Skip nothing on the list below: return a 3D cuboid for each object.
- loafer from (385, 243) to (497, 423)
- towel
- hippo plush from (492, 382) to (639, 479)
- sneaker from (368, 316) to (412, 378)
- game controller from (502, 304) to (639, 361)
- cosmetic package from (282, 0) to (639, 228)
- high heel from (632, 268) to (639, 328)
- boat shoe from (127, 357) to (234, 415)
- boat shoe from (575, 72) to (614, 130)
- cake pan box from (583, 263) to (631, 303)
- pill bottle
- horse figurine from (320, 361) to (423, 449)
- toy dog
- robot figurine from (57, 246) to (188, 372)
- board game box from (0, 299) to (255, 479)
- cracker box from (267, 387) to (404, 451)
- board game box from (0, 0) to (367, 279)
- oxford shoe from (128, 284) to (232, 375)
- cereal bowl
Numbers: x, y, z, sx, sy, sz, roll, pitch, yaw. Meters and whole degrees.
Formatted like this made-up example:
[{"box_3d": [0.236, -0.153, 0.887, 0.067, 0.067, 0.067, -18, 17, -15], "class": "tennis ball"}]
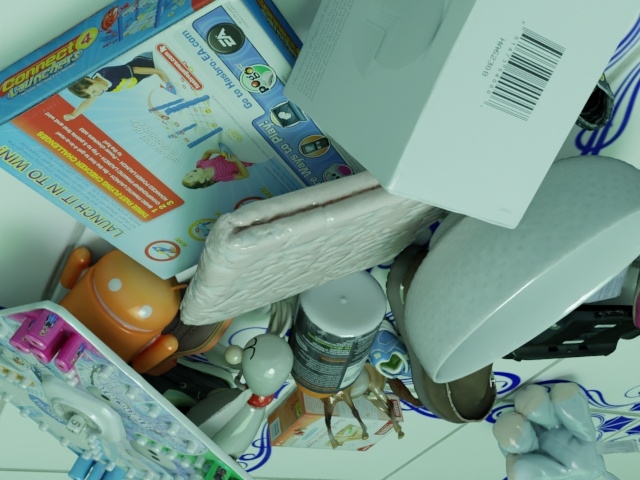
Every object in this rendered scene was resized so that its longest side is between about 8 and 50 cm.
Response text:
[{"box_3d": [0.210, 0.168, 1.116, 0.130, 0.134, 0.366, 11, 143, 40], "class": "loafer"}, {"box_3d": [0.000, 0.000, 0.853, 0.316, 0.053, 0.332, -19, 166, -22], "class": "towel"}, {"box_3d": [0.513, 0.423, 1.620, 0.294, 0.235, 0.236, 4, 175, 4], "class": "hippo plush"}, {"box_3d": [0.127, 0.209, 1.285, 0.080, 0.081, 0.211, -28, 142, 19], "class": "sneaker"}, {"box_3d": [0.444, 0.156, 1.272, 0.319, 0.067, 0.166, 4, 141, -37], "class": "game controller"}, {"box_3d": [0.102, -0.166, 0.593, 0.138, 0.225, 0.224, 13, 112, -32], "class": "cosmetic package"}, {"box_3d": [0.576, 0.038, 1.085, 0.181, 0.127, 0.377, 14, 148, 22], "class": "high heel"}, {"box_3d": [-0.287, 0.255, 1.212, 0.127, 0.113, 0.340, -35, 138, 29], "class": "boat shoe"}, {"box_3d": [0.267, -0.195, 0.774, 0.065, 0.083, 0.183, -27, 141, 21], "class": "boat shoe"}, {"box_3d": [0.341, 0.020, 1.100, 0.245, 0.070, 0.267, -14, 144, 1], "class": "cake pan box"}, {"box_3d": [0.015, 0.154, 1.142, 0.130, 0.130, 0.246, -1, 143, -13], "class": "pill bottle"}, {"box_3d": [0.072, 0.277, 1.322, 0.263, 0.175, 0.066, 4, 140, -41], "class": "horse figurine"}, {"box_3d": [-0.159, 0.240, 1.096, 0.160, 0.220, 0.334, 14, 114, -12], "class": "toy dog"}, {"box_3d": [-0.276, 0.093, 0.980, 0.219, 0.158, 0.128, -41, 147, 24], "class": "robot figurine"}, {"box_3d": [-0.335, 0.245, 1.012, 0.390, 0.050, 0.390, -12, 127, 42], "class": "board game box"}, {"box_3d": [0.030, 0.364, 1.482, 0.232, 0.067, 0.156, 11, 139, -28], "class": "cracker box"}, {"box_3d": [-0.140, -0.111, 0.781, 0.301, 0.086, 0.308, -23, 142, 17], "class": "board game box"}, {"box_3d": [-0.213, 0.114, 1.063, 0.098, 0.097, 0.271, 30, 127, -32], "class": "oxford shoe"}, {"box_3d": [0.236, 0.018, 0.875, 0.339, 0.141, 0.339, -27, 156, -14], "class": "cereal bowl"}]
